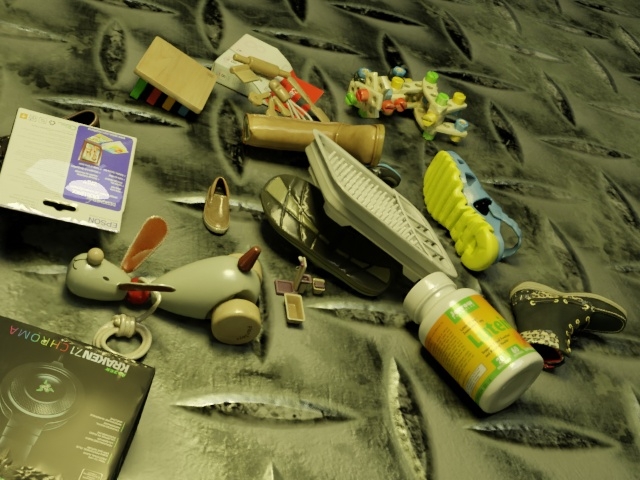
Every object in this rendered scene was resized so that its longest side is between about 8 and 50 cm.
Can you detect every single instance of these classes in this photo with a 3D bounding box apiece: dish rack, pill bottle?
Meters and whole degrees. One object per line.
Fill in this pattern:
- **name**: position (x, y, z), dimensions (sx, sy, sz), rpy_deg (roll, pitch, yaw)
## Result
- **dish rack**: position (0.101, -0.054, 1.822), dimensions (0.333, 0.072, 0.285), rpy_deg (37, 17, -28)
- **pill bottle**: position (0.260, 0.172, 1.683), dimensions (0.136, 0.136, 0.246), rpy_deg (-15, 51, -39)

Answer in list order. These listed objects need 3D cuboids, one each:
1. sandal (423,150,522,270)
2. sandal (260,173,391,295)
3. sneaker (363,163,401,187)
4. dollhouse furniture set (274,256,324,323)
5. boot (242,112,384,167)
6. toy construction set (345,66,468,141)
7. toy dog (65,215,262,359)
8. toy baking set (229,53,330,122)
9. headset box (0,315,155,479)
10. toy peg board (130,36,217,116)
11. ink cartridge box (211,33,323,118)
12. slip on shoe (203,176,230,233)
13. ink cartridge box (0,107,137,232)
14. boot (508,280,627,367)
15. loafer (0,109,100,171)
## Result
- **sandal**: position (0.323, -0.062, 2.032), dimensions (0.138, 0.126, 0.317), rpy_deg (2, 50, -31)
- **sandal**: position (0.000, 0.002, 1.808), dimensions (0.303, 0.086, 0.120), rpy_deg (44, 61, 0)
- **sneaker**: position (0.086, -0.122, 2.030), dimensions (0.188, 0.067, 0.078), rpy_deg (0, 64, -30)
- **dollhouse furniture set**: position (-0.022, 0.087, 1.686), dimensions (0.091, 0.081, 0.114), rpy_deg (9, 39, -17)
- **boot**: position (-0.019, -0.211, 1.980), dimensions (0.269, 0.089, 0.236), rpy_deg (6, 4, -11)
- **toy construction set**: position (0.187, -0.328, 2.270), dimensions (0.327, 0.151, 0.215), rpy_deg (4, 40, -40)
- **toy dog**: position (-0.225, 0.056, 1.553), dimensions (0.333, 0.161, 0.220), rpy_deg (-5, 45, -32)
- **toy baking set**: position (-0.097, -0.329, 2.160), dimensions (0.256, 0.030, 0.197), rpy_deg (8, 51, -44)
- **headset box**: position (-0.380, 0.265, 1.240), dimensions (0.246, 0.131, 0.283), rpy_deg (20, 37, -3)
- **toy peg board**: position (-0.326, -0.338, 2.077), dimensions (0.160, 0.079, 0.161), rpy_deg (32, 35, -14)
- **ink cartridge box**: position (-0.117, -0.387, 2.248), dimensions (0.232, 0.066, 0.189), rpy_deg (23, 36, 7)
- **slip on shoe**: position (-0.194, -0.068, 1.822), dimensions (0.051, 0.041, 0.135), rpy_deg (14, 38, -12)
- **ink cartridge box**: position (-0.423, -0.108, 1.589), dimensions (0.206, 0.045, 0.208), rpy_deg (14, 52, -16)
- **boot**: position (0.477, 0.177, 1.836), dimensions (0.236, 0.085, 0.178), rpy_deg (14, 39, -1)
- **loafer**: position (-0.513, -0.155, 1.659), dimensions (0.109, 0.095, 0.302), rpy_deg (47, 47, 14)
